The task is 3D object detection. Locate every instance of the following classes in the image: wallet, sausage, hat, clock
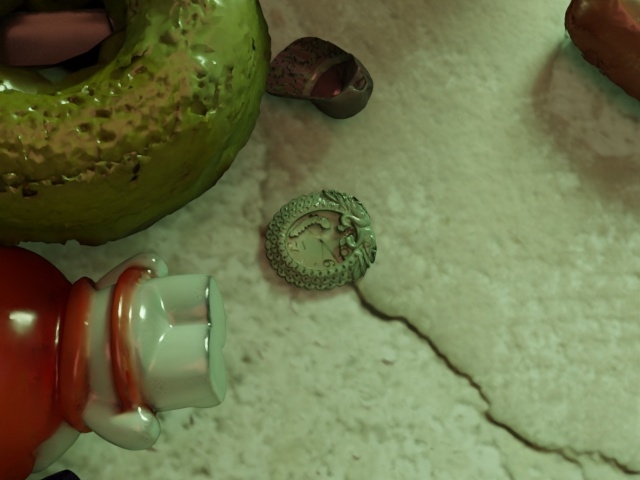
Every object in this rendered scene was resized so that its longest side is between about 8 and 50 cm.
[{"bbox_3d":[-0.162,-0.082,0.657,0.117,0.039,0.153,-3,102,-14],"label":"wallet"},{"bbox_3d":[0.253,-0.153,0.750,0.141,0.076,0.076,39,74,0],"label":"sausage"},{"bbox_3d":[0.001,-0.118,0.722,0.087,0.042,0.058,10,63,28],"label":"hat"},{"bbox_3d":[0.000,0.000,0.703,0.083,0.010,0.074,-15,80,-12],"label":"clock"}]

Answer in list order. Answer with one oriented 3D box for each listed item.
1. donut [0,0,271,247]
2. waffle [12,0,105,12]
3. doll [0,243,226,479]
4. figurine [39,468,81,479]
[{"bbox_3d":[-0.158,-0.129,0.571,0.272,0.107,0.272,2,79,-11],"label":"donut"},{"bbox_3d":[-0.184,-0.241,0.706,0.292,0.069,0.260,2,79,-10],"label":"waffle"},{"bbox_3d":[-0.205,0.075,0.587,0.290,0.130,0.161,-7,55,4],"label":"doll"},{"bbox_3d":[-0.098,0.330,0.534,0.193,0.154,0.421,-43,85,-11],"label":"figurine"}]
